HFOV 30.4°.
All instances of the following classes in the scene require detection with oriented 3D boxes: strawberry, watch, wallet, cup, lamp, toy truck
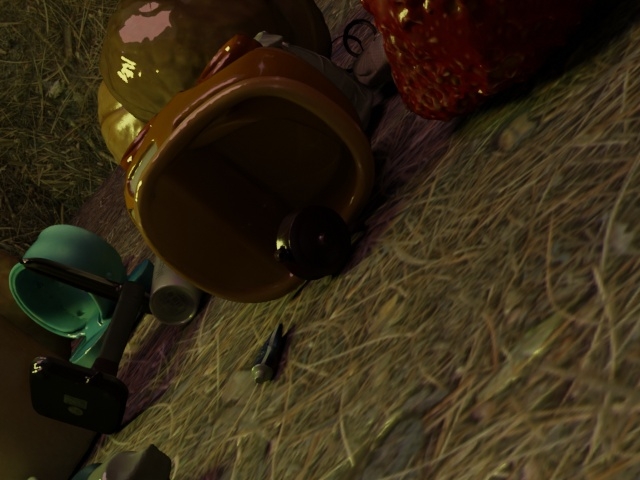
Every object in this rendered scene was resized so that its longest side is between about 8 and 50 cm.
[{"bbox_3d":[0.143,-0.241,0.983,0.261,0.257,0.261,-19,41,18],"label":"strawberry"},{"bbox_3d":[-0.375,0.079,1.802,0.211,0.193,0.211,-45,14,15],"label":"watch"},{"bbox_3d":[0.137,-0.307,1.409,0.335,0.068,0.275,-48,13,13],"label":"wallet"},{"bbox_3d":[-0.169,0.045,1.500,0.104,0.074,0.116,-33,22,16],"label":"cup"},{"bbox_3d":[-0.306,0.101,1.460,0.283,0.203,0.124,-79,5,-56],"label":"lamp"},{"bbox_3d":[-0.074,-0.070,1.199,0.288,0.204,0.211,-44,18,23],"label":"toy truck"}]

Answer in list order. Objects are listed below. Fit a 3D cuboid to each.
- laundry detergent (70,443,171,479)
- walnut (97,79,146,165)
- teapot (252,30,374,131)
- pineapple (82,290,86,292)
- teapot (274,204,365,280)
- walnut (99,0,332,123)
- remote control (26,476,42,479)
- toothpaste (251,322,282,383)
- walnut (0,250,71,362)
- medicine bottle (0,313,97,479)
[{"bbox_3d":[-0.237,0.280,1.054,0.290,0.094,0.143,-44,12,29],"label":"laundry detergent"},{"bbox_3d":[-0.200,-0.207,1.837,0.277,0.252,0.313,-46,-14,19],"label":"walnut"},{"bbox_3d":[-0.057,-0.149,1.394,0.163,0.178,0.221,-56,14,-21],"label":"teapot"},{"bbox_3d":[-0.448,0.117,2.265,0.221,0.047,0.221,-51,11,13],"label":"pineapple"},{"bbox_3d":[0.000,0.000,1.079,0.100,0.068,0.045,-22,3,-27],"label":"teapot"},{"bbox_3d":[-0.127,-0.252,1.554,0.285,0.285,0.296,-43,0,32],"label":"walnut"},{"bbox_3d":[-0.414,0.426,1.342,0.344,0.050,0.145,-51,14,-2],"label":"remote control"},{"bbox_3d":[-0.047,0.103,1.059,0.083,0.019,0.027,-71,6,-63],"label":"toothpaste"},{"bbox_3d":[-0.596,0.178,1.936,0.381,0.381,0.381,-47,14,16],"label":"walnut"},{"bbox_3d":[-0.494,0.175,1.492,0.236,0.406,0.235,-48,14,16],"label":"medicine bottle"}]
